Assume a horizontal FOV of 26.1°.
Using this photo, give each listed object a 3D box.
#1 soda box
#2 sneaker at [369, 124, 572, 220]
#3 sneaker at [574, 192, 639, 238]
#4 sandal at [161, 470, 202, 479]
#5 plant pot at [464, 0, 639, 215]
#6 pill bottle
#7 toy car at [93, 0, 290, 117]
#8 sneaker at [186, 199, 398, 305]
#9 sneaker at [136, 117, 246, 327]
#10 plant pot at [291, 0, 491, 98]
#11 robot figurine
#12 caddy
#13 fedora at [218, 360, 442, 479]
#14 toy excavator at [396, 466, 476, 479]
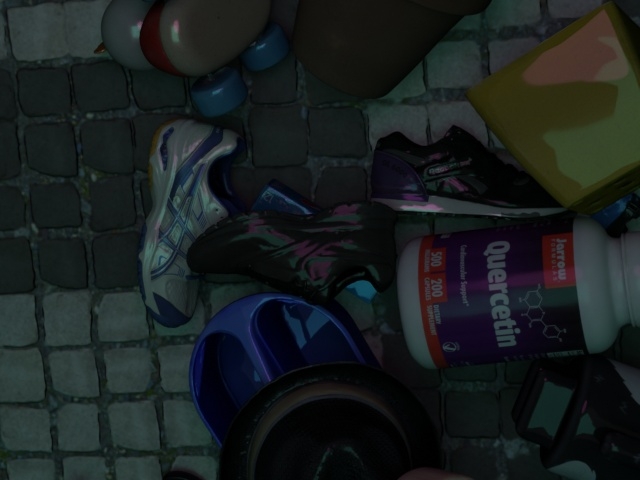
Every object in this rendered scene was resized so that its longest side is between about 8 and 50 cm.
[{"bbox_3d":[0.000,0.000,1.925,0.210,0.067,0.071,32,102,1],"label":"soda box"},{"bbox_3d":[0.208,-0.093,1.867,0.283,0.107,0.124,3,95,7],"label":"sneaker"},{"bbox_3d":[0.407,-0.074,1.863,0.085,0.058,0.152,22,106,9],"label":"sneaker"},{"bbox_3d":[-0.192,0.465,2.039,0.097,0.054,0.254,-3,100,8],"label":"sandal"},{"bbox_3d":[0.342,-0.148,1.744,0.212,0.212,0.187,-31,76,19],"label":"plant pot"},{"bbox_3d":[0.273,0.067,1.818,0.323,0.181,0.181,-8,99,16],"label":"pill bottle"},{"bbox_3d":[-0.205,-0.300,1.860,0.238,0.210,0.219,1,130,40],"label":"toy car"},{"bbox_3d":[-0.035,0.025,1.823,0.286,0.109,0.130,-7,74,6],"label":"sneaker"},{"bbox_3d":[-0.172,-0.017,1.912,0.131,0.112,0.296,8,102,18],"label":"sneaker"},{"bbox_3d":[0.072,-0.316,1.786,0.263,0.263,0.229,32,119,1],"label":"plant pot"},{"bbox_3d":[0.399,0.248,1.824,0.278,0.209,0.173,20,139,0],"label":"robot figurine"},{"bbox_3d":[-0.031,0.225,1.914,0.241,0.179,0.341,-30,95,10],"label":"caddy"},{"bbox_3d":[0.025,0.329,1.780,0.334,0.152,0.334,-4,112,-9],"label":"fedora"},{"bbox_3d":[0.309,0.458,1.776,0.445,0.222,0.432,-16,98,-31],"label":"toy excavator"}]
